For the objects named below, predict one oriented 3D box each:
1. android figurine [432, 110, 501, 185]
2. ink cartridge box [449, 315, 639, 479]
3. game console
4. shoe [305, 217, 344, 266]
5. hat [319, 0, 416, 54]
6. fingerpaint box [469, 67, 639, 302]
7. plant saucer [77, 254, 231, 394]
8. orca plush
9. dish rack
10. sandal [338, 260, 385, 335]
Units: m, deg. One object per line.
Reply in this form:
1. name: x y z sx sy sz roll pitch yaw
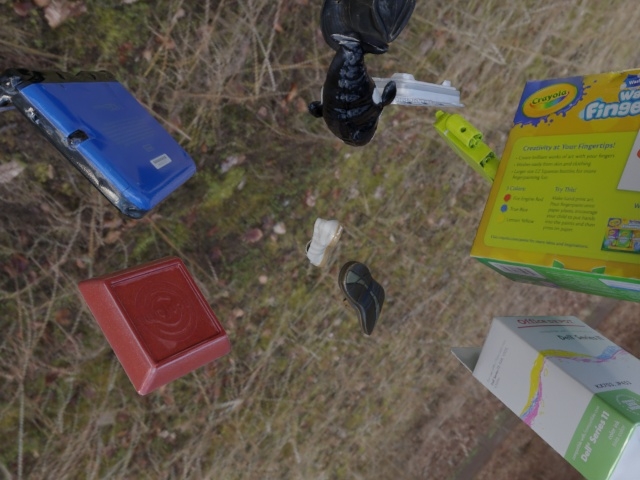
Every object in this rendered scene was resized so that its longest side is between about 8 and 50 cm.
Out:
1. android figurine: 0.357 -0.205 1.471 0.056 0.273 0.248 -44 140 11
2. ink cartridge box: 0.397 0.220 1.024 0.207 0.353 0.119 4 112 -31
3. game console: -0.303 -0.100 0.714 0.173 0.250 0.293 -41 -169 10
4. shoe: 0.000 0.000 1.388 0.219 0.058 0.077 121 -14 -68
5. hat: 0.158 -0.595 1.611 0.331 0.134 0.331 -26 144 -20
6. fingerpaint box: 0.522 -0.093 1.077 0.163 0.444 0.371 26 79 -36
7. plant saucer: -0.323 0.152 1.311 0.047 0.259 0.258 -40 168 35
8. orca plush: 0.068 -0.215 1.042 0.151 0.102 0.287 -7 160 -14
9. dish rack: 0.219 -0.422 1.788 0.332 0.285 0.072 -9 107 -48
10. sandal: 0.070 0.106 1.223 0.090 0.060 0.219 -61 146 -18
